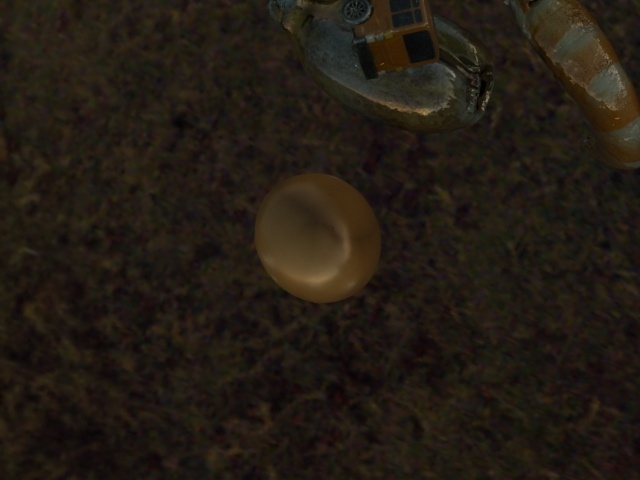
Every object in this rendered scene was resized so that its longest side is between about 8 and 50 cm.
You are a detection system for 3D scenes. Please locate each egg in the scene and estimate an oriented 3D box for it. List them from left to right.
[{"bbox_3d":[0.000,0.000,1.981,0.201,0.201,0.244,-58,27,7],"label":"egg"}]

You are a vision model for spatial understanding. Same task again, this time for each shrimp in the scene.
[{"bbox_3d":[0.301,-0.161,1.349,0.068,0.287,0.185,-36,42,5],"label":"shrimp"}]

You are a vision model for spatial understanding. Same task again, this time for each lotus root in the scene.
[{"bbox_3d":[0.070,-0.234,1.593,0.322,0.140,0.158,25,59,24],"label":"lotus root"}]

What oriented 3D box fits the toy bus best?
[{"bbox_3d":[0.071,-0.278,1.333,0.103,0.091,0.182,-12,66,8],"label":"toy bus"}]
